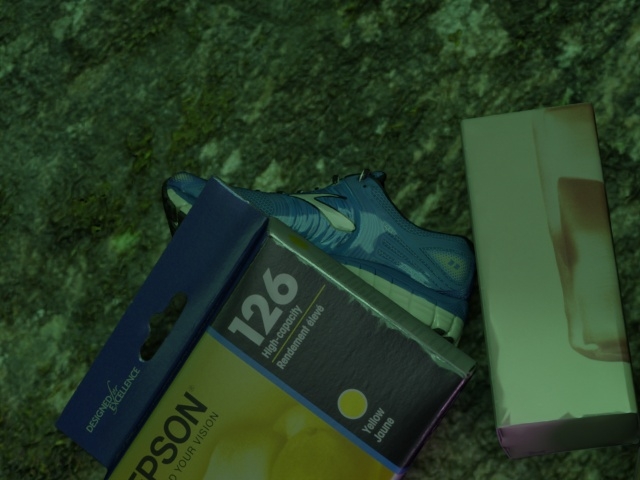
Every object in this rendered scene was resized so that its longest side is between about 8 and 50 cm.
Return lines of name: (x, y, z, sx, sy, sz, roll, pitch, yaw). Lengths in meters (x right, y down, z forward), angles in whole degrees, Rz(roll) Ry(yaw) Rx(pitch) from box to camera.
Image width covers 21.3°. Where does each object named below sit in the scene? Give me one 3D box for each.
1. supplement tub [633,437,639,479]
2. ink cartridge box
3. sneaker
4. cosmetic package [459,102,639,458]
supplement tub: (0.397, 0.145, 1.470, 0.228, 0.228, 0.316, 9, 74, 12)
ink cartridge box: (-0.064, 0.149, 1.561, 0.307, 0.072, 0.304, 35, 103, 8)
sneaker: (0.000, 0.000, 1.654, 0.330, 0.130, 0.147, 21, 62, 12)
cosmetic package: (0.213, 0.039, 1.577, 0.129, 0.153, 0.296, -7, 72, 8)
